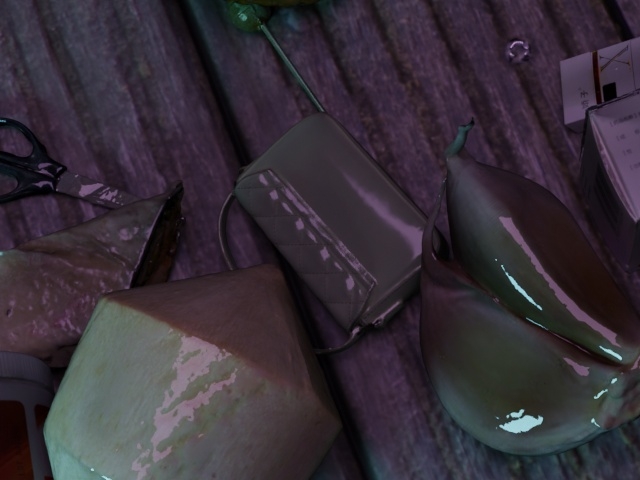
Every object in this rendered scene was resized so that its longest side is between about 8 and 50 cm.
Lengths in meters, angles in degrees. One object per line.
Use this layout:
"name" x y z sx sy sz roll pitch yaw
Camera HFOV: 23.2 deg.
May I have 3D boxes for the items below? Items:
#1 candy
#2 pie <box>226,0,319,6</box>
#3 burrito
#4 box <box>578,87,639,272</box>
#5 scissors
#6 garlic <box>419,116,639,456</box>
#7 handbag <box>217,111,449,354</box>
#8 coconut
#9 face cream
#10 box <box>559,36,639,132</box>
"candy" -0.045 -0.227 1.881 0.061 0.061 0.202 -33 77 -7
"pie" -0.089 -0.369 1.896 0.274 0.069 0.273 3 47 -3
"burrito" -0.295 0.067 1.763 0.348 0.107 0.175 -18 84 1
"box" 0.461 -0.106 1.706 0.333 0.173 0.145 -20 70 -1
"scissors" -0.297 -0.067 1.856 0.300 0.022 0.109 18 76 11
"garlic" 0.188 0.065 1.638 0.231 0.246 0.340 -39 89 1
"handbag" 0.000 0.000 1.774 0.219 0.079 0.256 -41 70 2
"coconut" -0.126 0.164 1.603 0.329 0.329 0.328 -2 69 5
"face cream" -0.371 0.237 1.650 0.201 0.201 0.187 -13 68 1
"box" 0.352 -0.185 1.785 0.154 0.040 0.083 -15 67 32
